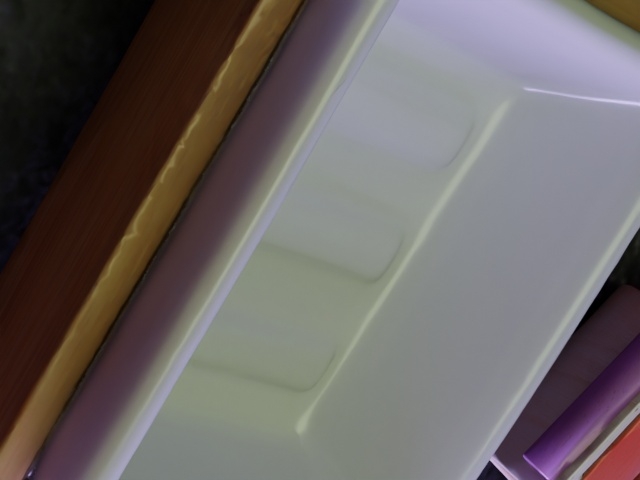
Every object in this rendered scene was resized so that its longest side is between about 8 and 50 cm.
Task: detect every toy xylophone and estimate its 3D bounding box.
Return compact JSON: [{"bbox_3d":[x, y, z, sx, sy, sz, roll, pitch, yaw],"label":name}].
[{"bbox_3d":[0.208,0.115,1.011,0.236,0.081,0.323,-51,139,3],"label":"toy xylophone"}]

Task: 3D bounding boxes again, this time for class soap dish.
[{"bbox_3d":[0.000,0.000,0.715,0.229,0.118,0.291,19,108,-46],"label":"soap dish"}]
